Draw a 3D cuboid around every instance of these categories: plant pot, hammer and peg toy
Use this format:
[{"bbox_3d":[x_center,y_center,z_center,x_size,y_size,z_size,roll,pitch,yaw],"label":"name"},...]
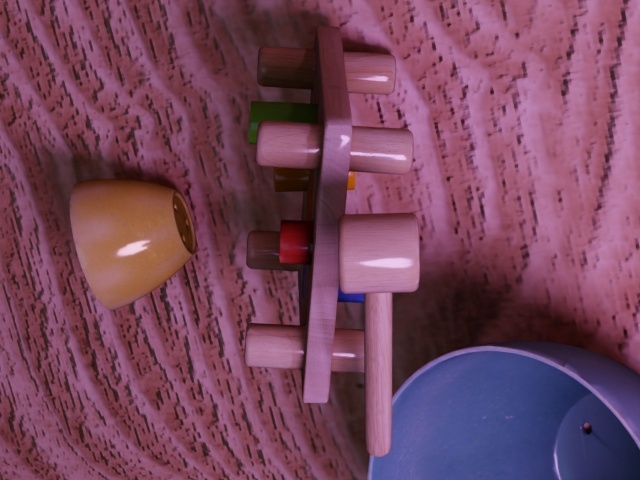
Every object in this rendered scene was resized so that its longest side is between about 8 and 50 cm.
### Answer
[{"bbox_3d":[-0.180,-0.006,1.561,0.095,0.134,0.134,-15,102,9],"label":"plant pot"},{"bbox_3d":[0.000,0.000,1.297,0.127,0.361,0.266,3,116,-3],"label":"hammer and peg toy"},{"bbox_3d":[0.213,0.213,1.321,0.290,0.195,0.290,9,104,39],"label":"plant pot"}]
